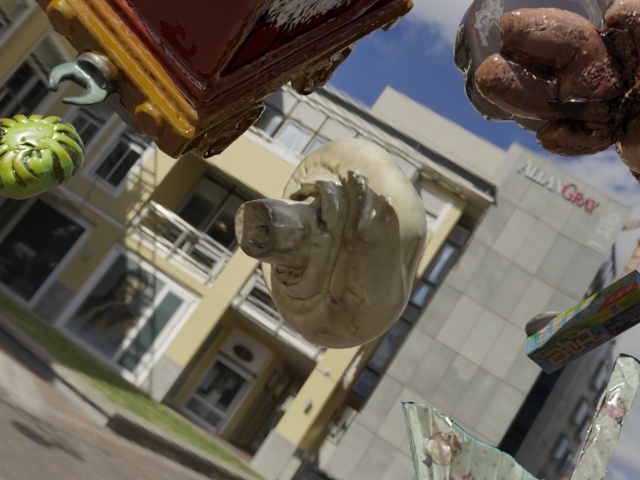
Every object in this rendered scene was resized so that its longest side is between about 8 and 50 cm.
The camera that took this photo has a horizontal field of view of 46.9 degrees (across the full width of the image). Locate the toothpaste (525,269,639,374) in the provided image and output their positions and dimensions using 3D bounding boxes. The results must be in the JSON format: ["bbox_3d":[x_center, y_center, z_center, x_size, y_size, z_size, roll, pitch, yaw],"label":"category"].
[{"bbox_3d":[0.367,0.110,1.023,0.070,0.044,0.193,39,-54,-11],"label":"toothpaste"}]

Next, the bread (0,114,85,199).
[{"bbox_3d":[-0.400,-0.122,1.021,0.071,0.139,0.130,107,-32,-52],"label":"bread"}]

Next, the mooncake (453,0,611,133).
[{"bbox_3d":[0.314,-0.277,1.059,0.245,0.245,0.133,33,-12,7],"label":"mooncake"}]

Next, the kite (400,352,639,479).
[{"bbox_3d":[0.202,0.233,0.600,0.335,0.314,0.011,29,-18,18],"label":"kite"}]

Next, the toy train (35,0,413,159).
[{"bbox_3d":[-0.052,-0.203,0.583,0.163,0.369,0.232,50,-40,-1],"label":"toy train"}]

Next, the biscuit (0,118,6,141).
[{"bbox_3d":[-0.454,-0.063,0.840,0.131,0.237,0.026,49,-30,4],"label":"biscuit"}]

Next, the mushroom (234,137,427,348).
[{"bbox_3d":[0.000,0.000,0.915,0.234,0.260,0.254,14,-38,-32],"label":"mushroom"}]

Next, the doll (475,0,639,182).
[{"bbox_3d":[0.325,-0.153,0.800,0.304,0.201,0.156,10,37,-16],"label":"doll"}]
